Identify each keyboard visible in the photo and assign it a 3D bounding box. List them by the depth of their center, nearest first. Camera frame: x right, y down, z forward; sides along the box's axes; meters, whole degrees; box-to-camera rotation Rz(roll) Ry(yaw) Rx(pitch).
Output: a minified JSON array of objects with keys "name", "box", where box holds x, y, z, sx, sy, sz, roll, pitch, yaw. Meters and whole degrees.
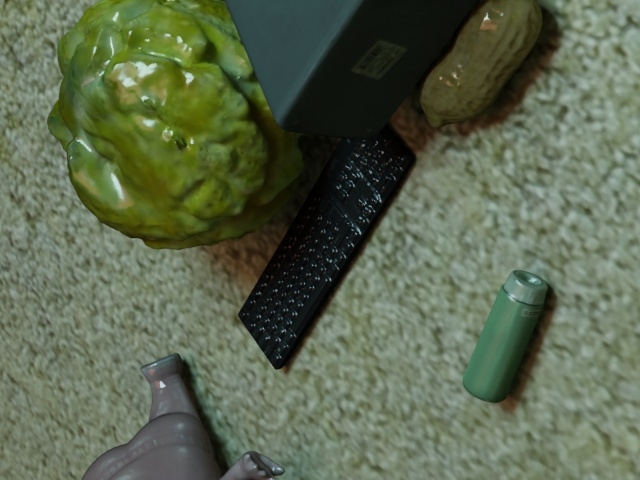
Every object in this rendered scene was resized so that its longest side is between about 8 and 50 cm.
[{"name":"keyboard","box":[0.000,0.000,1.191,0.061,0.013,0.204,53,127,31]}]

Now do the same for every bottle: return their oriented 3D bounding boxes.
[{"name":"bottle","box":[0.116,0.060,1.055,0.030,0.030,0.083,38,118,40]}]

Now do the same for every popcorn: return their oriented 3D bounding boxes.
[{"name":"popcorn","box":[-0.096,-0.103,1.187,0.198,0.198,0.212,-48,32,37]}]

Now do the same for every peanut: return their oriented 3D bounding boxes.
[{"name":"peanut","box":[0.098,-0.113,1.055,0.113,0.054,0.054,-53,55,38]}]

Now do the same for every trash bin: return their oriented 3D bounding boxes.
[{"name":"trash bin","box":[0.003,-0.204,1.090,0.176,0.101,0.236,-52,45,38]}]

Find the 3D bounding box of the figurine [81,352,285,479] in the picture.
[{"name":"figurine","box":[-0.097,0.224,1.233,0.287,0.176,0.186,51,170,52]}]
